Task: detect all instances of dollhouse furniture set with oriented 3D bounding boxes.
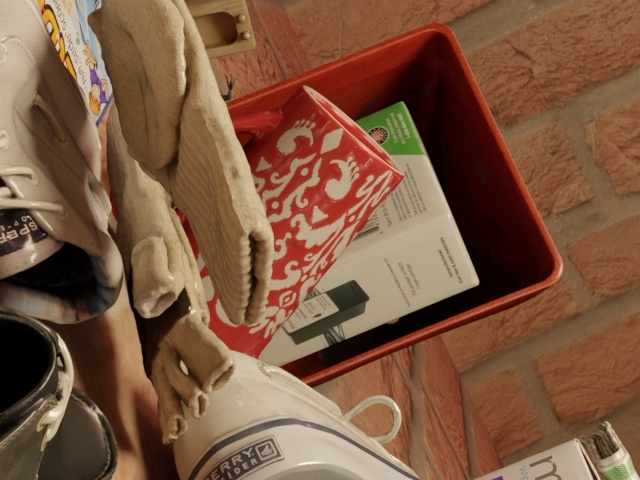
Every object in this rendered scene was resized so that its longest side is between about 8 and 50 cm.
[{"bbox_3d":[-0.137,-0.190,0.961,0.123,0.144,0.151,-95,173,-54],"label":"dollhouse furniture set"}]

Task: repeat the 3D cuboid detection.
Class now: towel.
[{"bbox_3d":[0.204,0.190,0.725,0.152,0.023,0.113,64,8,3],"label":"towel"}]

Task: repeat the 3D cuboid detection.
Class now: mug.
[{"bbox_3d":[-0.042,-0.018,0.789,0.150,0.169,0.113,32,15,-47],"label":"mug"}]

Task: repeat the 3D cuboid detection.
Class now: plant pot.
[{"bbox_3d":[0.046,-0.005,1.155,0.236,0.267,0.267,80,-12,-73],"label":"plant pot"}]

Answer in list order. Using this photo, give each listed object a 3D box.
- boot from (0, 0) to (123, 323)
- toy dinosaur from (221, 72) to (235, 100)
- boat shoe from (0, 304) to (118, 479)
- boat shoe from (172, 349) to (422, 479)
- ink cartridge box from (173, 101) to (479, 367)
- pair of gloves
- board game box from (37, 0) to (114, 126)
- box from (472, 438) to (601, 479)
[{"bbox_3d":[-0.146,-0.044,0.525,0.258,0.095,0.123,59,9,-68],"label":"boot"},{"bbox_3d":[-0.117,-0.138,1.267,0.082,0.047,0.090,59,-28,24],"label":"toy dinosaur"},{"bbox_3d":[-0.124,0.066,0.440,0.084,0.079,0.233,66,7,22],"label":"boat shoe"},{"bbox_3d":[0.002,0.169,0.810,0.367,0.136,0.156,44,12,-50],"label":"boat shoe"},{"bbox_3d":[0.000,0.000,0.944,0.153,0.208,0.087,-105,170,-46],"label":"ink cartridge box"},{"bbox_3d":[-0.083,-0.023,0.603,0.240,0.042,0.204,112,-38,-58],"label":"pair of gloves"},{"bbox_3d":[-0.163,-0.156,0.675,0.136,0.035,0.201,-77,162,-50],"label":"board game box"},{"bbox_3d":[0.099,0.261,0.718,0.262,0.231,0.126,53,14,-51],"label":"box"}]
